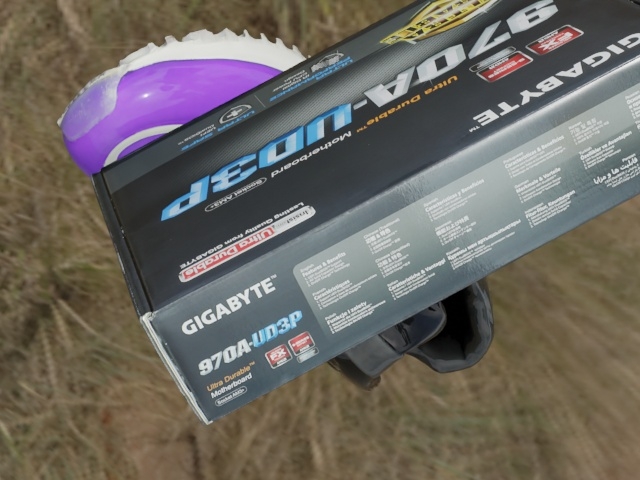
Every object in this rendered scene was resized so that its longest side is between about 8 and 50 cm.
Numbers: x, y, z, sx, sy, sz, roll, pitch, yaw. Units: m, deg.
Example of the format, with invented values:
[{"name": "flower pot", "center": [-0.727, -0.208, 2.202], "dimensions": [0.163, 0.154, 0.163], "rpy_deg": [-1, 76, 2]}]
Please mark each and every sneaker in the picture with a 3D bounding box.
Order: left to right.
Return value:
[{"name": "sneaker", "center": [0.001, 0.000, 0.749], "dimensions": [0.293, 0.102, 0.146], "rpy_deg": [21, 42, -45]}]

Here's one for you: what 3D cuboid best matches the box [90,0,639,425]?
[{"name": "box", "center": [0.024, -0.033, 0.574], "dimensions": [0.220, 0.175, 0.051], "rpy_deg": [-28, 114, -3]}]
